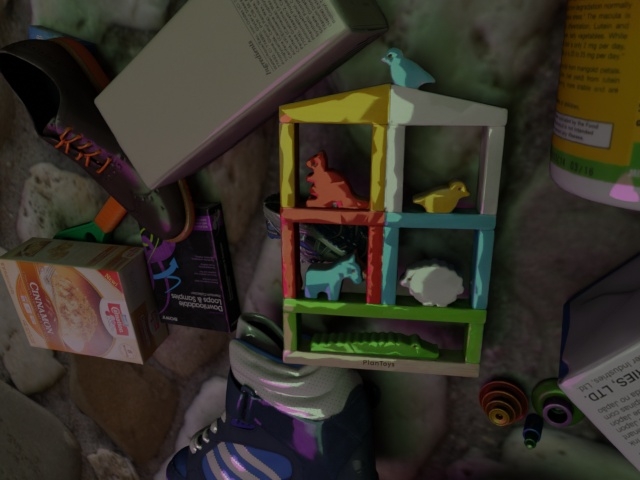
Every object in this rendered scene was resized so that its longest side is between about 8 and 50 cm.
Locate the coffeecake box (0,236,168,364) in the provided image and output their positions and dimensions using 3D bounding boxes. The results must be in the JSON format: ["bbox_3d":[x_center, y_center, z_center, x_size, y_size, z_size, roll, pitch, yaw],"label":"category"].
[{"bbox_3d":[-0.311,0.078,0.732,0.185,0.068,0.143,4,118,17],"label":"coffeecake box"}]

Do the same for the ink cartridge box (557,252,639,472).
[{"bbox_3d":[0.399,0.143,0.359,0.395,0.151,0.270,47,124,4],"label":"ink cartridge box"}]

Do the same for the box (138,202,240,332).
[{"bbox_3d":[-0.163,0.033,0.681,0.115,0.029,0.162,3,112,27],"label":"box"}]

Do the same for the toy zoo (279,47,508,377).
[{"bbox_3d":[0.059,-0.019,0.498,0.192,0.030,0.294,2,107,7],"label":"toy zoo"}]

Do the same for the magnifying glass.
[{"bbox_3d":[-0.301,-0.008,0.742,0.092,0.026,0.231,49,126,0],"label":"magnifying glass"}]

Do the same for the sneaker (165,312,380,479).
[{"bbox_3d":[-0.083,0.199,0.664,0.322,0.130,0.237,-9,96,35],"label":"sneaker"}]

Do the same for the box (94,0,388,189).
[{"bbox_3d":[-0.083,-0.163,0.518,0.275,0.094,0.113,-27,96,34],"label":"box"}]

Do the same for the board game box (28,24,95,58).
[{"bbox_3d":[-0.313,-0.203,0.666,0.090,0.020,0.090,22,118,18],"label":"board game box"}]

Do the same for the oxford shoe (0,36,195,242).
[{"bbox_3d":[-0.247,-0.100,0.603,0.097,0.098,0.271,-40,90,28],"label":"oxford shoe"}]

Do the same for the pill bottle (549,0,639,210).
[{"bbox_3d":[0.224,-0.151,0.336,0.136,0.136,0.246,8,114,25],"label":"pill bottle"}]

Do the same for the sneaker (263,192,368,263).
[{"bbox_3d":[0.000,0.000,0.576,0.135,0.052,0.058,29,134,18],"label":"sneaker"}]

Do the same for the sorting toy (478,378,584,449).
[{"bbox_3d":[0.205,0.171,0.538,0.101,0.042,0.061,-4,108,29],"label":"sorting toy"}]
